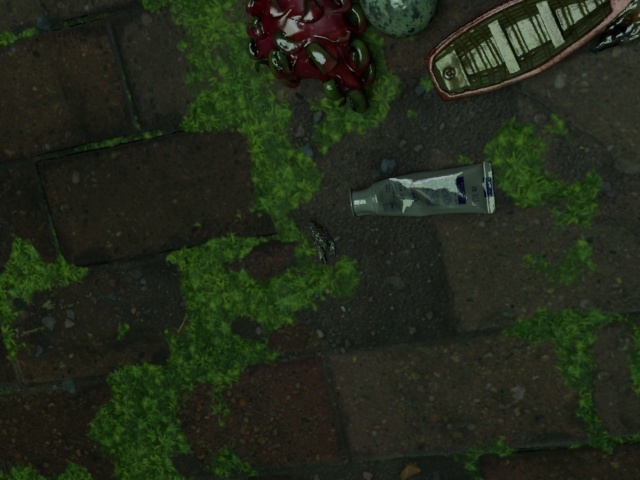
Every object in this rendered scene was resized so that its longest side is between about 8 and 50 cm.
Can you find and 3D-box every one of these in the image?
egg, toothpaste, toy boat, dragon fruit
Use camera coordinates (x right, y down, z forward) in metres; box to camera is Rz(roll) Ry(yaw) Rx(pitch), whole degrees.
[{"bbox_3d":[0.129,-0.433,1.791,0.132,0.132,0.172,-35,76,23],"label":"egg"},{"bbox_3d":[0.188,-0.085,1.923,0.266,0.061,0.096,-6,103,12],"label":"toothpaste"},{"bbox_3d":[0.367,-0.357,1.766,0.392,0.079,0.136,-23,96,23],"label":"toy boat"},{"bbox_3d":[-0.009,-0.363,1.828,0.272,0.218,0.198,26,144,5],"label":"dragon fruit"}]

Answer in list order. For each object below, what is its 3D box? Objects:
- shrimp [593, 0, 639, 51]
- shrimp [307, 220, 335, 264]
[{"bbox_3d":[0.606,-0.376,1.698,0.317,0.062,0.164,-29,101,22],"label":"shrimp"},{"bbox_3d":[0.004,0.001,2.016,0.038,0.029,0.092,-18,105,13],"label":"shrimp"}]
